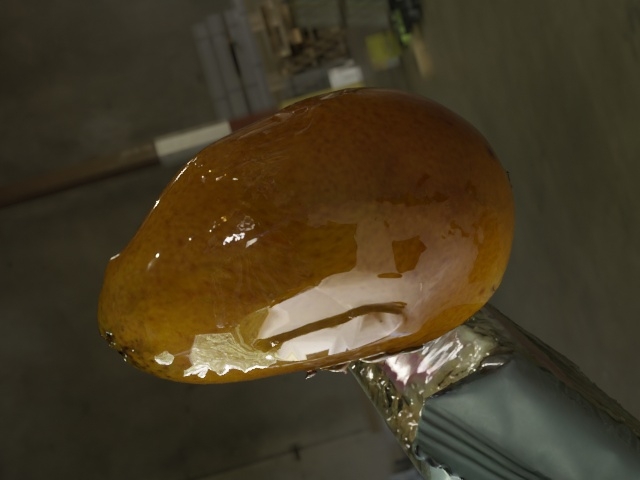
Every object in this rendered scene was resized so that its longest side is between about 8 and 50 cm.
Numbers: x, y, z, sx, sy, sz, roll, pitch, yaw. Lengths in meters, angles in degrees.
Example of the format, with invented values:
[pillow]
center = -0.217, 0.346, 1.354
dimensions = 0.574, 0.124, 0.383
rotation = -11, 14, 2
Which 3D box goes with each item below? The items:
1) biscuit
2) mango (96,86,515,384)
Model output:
[biscuit]
center = 0.093, 0.086, 0.715
dimensions = 0.186, 0.079, 0.309
rotation = 33, -176, -14
[mango]
center = 0.003, 0.002, 0.509
dimensions = 0.084, 0.159, 0.105
rotation = 38, 137, 35
